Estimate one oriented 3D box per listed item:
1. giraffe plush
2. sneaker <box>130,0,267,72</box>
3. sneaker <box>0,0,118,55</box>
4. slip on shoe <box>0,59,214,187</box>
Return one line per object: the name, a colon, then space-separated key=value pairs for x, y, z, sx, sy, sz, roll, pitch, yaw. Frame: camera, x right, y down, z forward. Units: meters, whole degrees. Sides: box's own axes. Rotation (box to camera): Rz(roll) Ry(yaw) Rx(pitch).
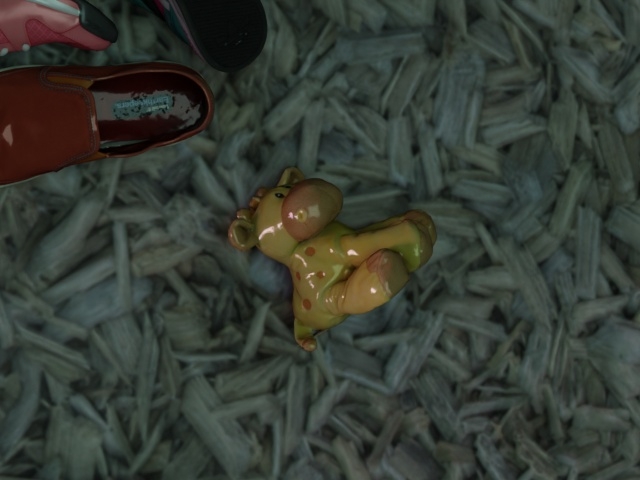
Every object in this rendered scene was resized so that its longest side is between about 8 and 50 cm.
giraffe plush: x=0.000 y=0.000 z=1.648 sx=0.210 sy=0.181 sz=0.170 roll=-36 pitch=97 yaw=19
sneaker: x=-0.161 y=-0.325 z=1.533 sx=0.124 sy=0.178 sz=0.295 roll=-34 pitch=134 yaw=-17
sneaker: x=-0.366 y=-0.217 z=1.511 sx=0.314 sy=0.116 sz=0.136 roll=12 pitch=99 yaw=-15
slip on shoe: x=-0.263 y=-0.126 z=1.547 sx=0.331 sy=0.101 sz=0.123 roll=-11 pitch=99 yaw=-20
